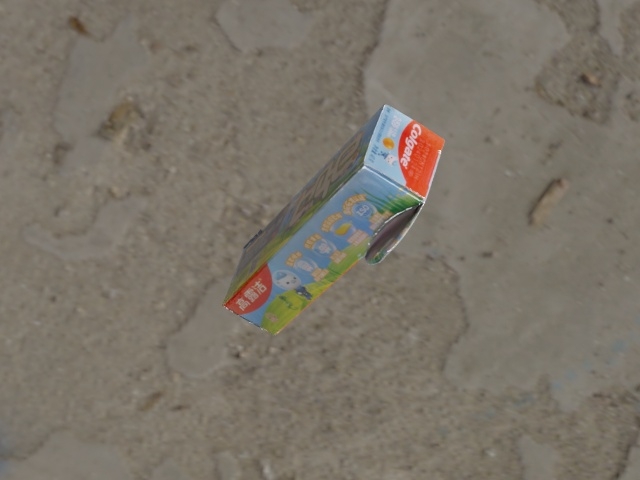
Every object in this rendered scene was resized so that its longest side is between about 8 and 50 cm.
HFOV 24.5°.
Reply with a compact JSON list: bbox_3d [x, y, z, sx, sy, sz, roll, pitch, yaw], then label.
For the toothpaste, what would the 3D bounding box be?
[{"bbox_3d":[0.000,0.000,0.891,0.193,0.044,0.070,-44,20,50],"label":"toothpaste"}]
